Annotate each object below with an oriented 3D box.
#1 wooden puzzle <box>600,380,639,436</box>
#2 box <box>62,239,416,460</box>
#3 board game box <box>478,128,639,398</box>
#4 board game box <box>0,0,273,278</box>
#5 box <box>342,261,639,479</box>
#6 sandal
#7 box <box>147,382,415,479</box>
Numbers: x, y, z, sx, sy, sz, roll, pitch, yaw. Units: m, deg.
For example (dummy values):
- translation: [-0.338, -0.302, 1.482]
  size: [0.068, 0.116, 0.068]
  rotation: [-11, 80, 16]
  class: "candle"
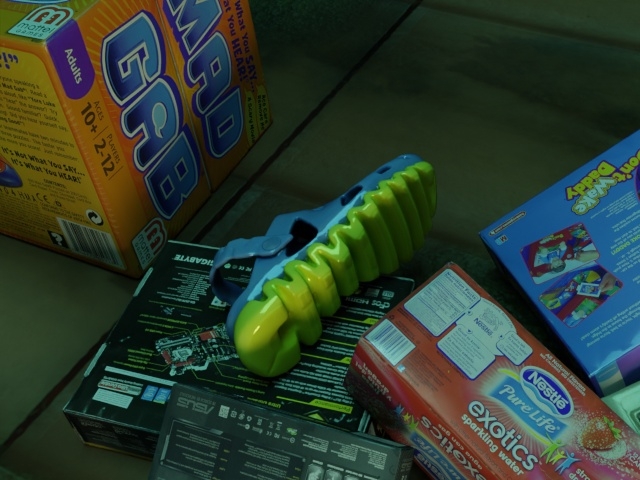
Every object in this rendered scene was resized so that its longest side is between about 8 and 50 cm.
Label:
- translation: [0.403, 0.191, 0.800]
  size: [0.238, 0.044, 0.221]
  rotation: [-24, 55, -2]
  class: "wooden puzzle"
- translation: [-0.076, 0.133, 0.972]
  size: [0.321, 0.079, 0.257]
  rotation: [8, 49, 18]
  class: "box"
- translation: [0.380, -0.011, 0.951]
  size: [0.347, 0.078, 0.233]
  rotation: [-33, 45, 4]
  class: "board game box"
- translation: [-0.327, -0.233, 1.188]
  size: [0.356, 0.356, 0.356]
  rotation: [16, 50, 25]
  class: "board game box"
- translation: [0.156, 0.164, 0.811]
  size: [0.128, 0.123, 0.257]
  rotation: [-37, 70, -25]
  class: "box"
- translation: [0.000, 0.000, 0.956]
  size: [0.317, 0.126, 0.138]
  rotation: [-37, 46, -26]
  class: "sandal"
- translation: [-0.048, 0.246, 0.801]
  size: [0.232, 0.059, 0.184]
  rotation: [11, 83, 21]
  class: "box"
